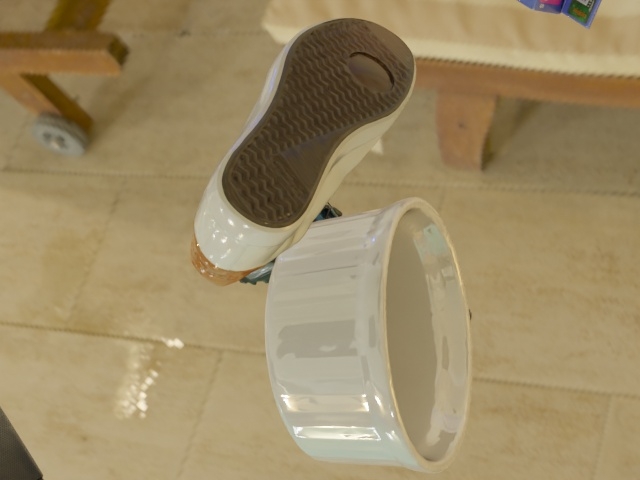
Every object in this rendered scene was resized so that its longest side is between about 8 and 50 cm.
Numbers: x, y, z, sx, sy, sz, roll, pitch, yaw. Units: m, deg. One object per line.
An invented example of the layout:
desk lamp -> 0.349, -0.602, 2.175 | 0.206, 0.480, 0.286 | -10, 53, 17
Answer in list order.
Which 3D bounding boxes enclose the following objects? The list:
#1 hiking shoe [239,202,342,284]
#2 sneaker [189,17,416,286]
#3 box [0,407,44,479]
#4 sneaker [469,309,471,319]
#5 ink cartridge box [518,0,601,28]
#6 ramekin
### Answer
hiking shoe -> 0.000, 0.000, 1.690 | 0.304, 0.132, 0.113 | 8, 30, -2
sneaker -> -0.023, -0.075, 1.032 | 0.106, 0.123, 0.290 | 38, 47, 1
box -> -0.483, 0.252, 1.599 | 0.183, 0.059, 0.232 | -31, 89, -31
sneaker -> 0.125, 0.119, 1.765 | 0.221, 0.087, 0.083 | 1, 82, 58
ink cartridge box -> 0.254, -0.412, 1.627 | 0.311, 0.065, 0.185 | 43, 123, 40
ramekin -> 0.052, 0.100, 1.319 | 0.135, 0.277, 0.277 | -6, 58, 22
